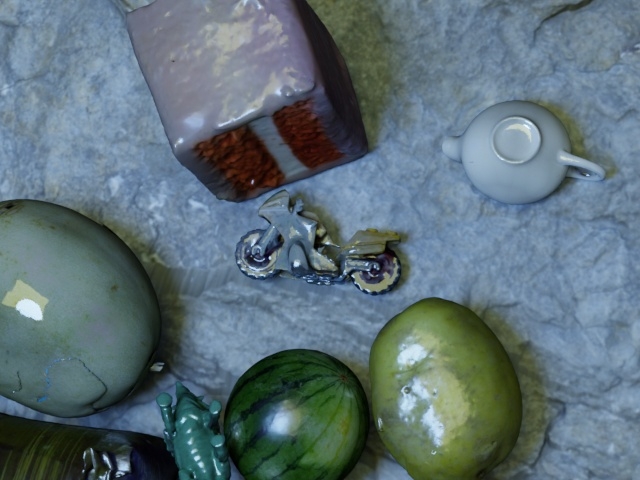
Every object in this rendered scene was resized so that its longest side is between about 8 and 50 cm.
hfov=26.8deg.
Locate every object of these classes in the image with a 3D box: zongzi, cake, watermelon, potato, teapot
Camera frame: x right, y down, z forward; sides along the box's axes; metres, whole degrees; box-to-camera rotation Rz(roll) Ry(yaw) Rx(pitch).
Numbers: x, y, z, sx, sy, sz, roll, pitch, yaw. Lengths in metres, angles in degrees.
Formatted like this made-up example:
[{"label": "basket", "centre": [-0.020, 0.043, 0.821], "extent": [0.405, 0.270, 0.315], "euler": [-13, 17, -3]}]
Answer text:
[{"label": "zongzi", "centre": [-0.406, 0.440, 1.762], "extent": [0.404, 0.208, 0.432], "euler": [8, 94, 19]}, {"label": "cake", "centre": [-0.093, -0.211, 1.791], "extent": [0.237, 0.309, 0.230], "euler": [-24, 70, 8]}, {"label": "watermelon", "centre": [-0.039, 0.241, 1.726], "extent": [0.215, 0.188, 0.188], "euler": [-44, 70, 22]}, {"label": "potato", "centre": [0.156, 0.197, 1.713], "extent": [0.197, 0.148, 0.228], "euler": [-35, 73, -13]}, {"label": "teapot", "centre": [0.273, -0.117, 1.805], "extent": [0.226, 0.092, 0.145], "euler": [17, 81, 12]}]

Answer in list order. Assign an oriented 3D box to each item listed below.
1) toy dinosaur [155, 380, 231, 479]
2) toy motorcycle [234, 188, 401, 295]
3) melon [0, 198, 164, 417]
[{"label": "toy dinosaur", "centre": [-0.147, 0.270, 1.655], "extent": [0.079, 0.120, 0.292], "euler": [-13, 30, -8]}, {"label": "toy motorcycle", "centre": [0.000, 0.000, 1.826], "extent": [0.229, 0.094, 0.129], "euler": [8, 76, 8]}, {"label": "melon", "centre": [-0.355, 0.090, 1.783], "extent": [0.330, 0.268, 0.268], "euler": [32, 84, 8]}]
